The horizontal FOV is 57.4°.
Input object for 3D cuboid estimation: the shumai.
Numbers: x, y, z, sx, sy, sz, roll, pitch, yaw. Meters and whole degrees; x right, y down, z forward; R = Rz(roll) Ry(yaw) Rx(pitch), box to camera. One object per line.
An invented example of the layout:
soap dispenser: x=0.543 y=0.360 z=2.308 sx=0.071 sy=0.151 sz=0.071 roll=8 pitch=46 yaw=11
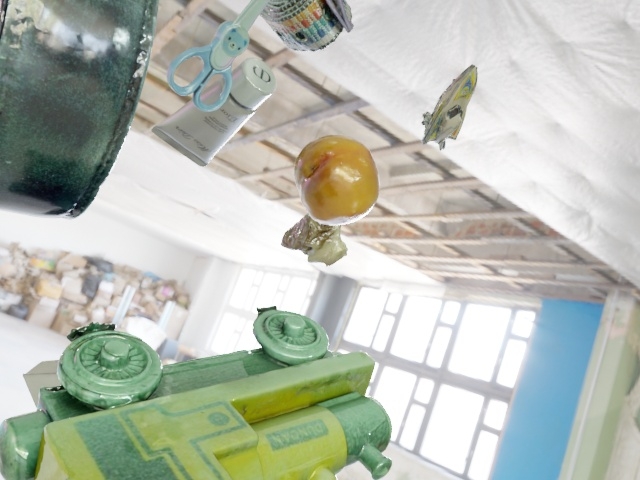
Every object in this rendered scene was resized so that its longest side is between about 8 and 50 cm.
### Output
shumai: x=0.003 y=-0.001 z=1.217 sx=0.116 sy=0.145 sz=0.145 roll=58 pitch=-5 yaw=11

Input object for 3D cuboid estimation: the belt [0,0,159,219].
belt: x=-0.194 y=-0.149 z=0.421 sx=0.116 sy=0.268 sz=0.206 roll=11 pitch=7 yaw=-40

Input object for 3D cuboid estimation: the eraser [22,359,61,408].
eraser: x=-0.253 y=0.249 z=0.714 sx=0.157 sy=0.231 sz=0.038 roll=-6 pitch=19 yaw=18

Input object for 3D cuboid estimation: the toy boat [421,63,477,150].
toy boat: x=0.264 y=-0.271 z=1.174 sx=0.084 sy=0.066 sz=0.210 roll=-10 pitch=-30 yaw=-19

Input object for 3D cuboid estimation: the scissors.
scissors: x=-0.153 y=-0.343 z=1.005 sx=0.030 sy=0.256 sz=0.125 roll=44 pitch=8 yaw=37

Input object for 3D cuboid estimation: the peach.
peach: x=0.023 y=-0.094 z=0.872 sx=0.138 sy=0.138 sz=0.138 roll=20 pitch=-11 yaw=4

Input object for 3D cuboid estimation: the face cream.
face cream: x=-0.213 y=-0.258 z=1.197 sx=0.143 sy=0.089 sz=0.314 roll=34 pitch=-39 yaw=-29

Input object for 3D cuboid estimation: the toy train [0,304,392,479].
toy train: x=-0.075 y=0.176 z=0.530 sx=0.368 sy=0.151 sz=0.237 roll=-3 pitch=27 yaw=-42

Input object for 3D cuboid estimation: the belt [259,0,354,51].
belt: x=-0.051 y=-0.617 z=1.521 sx=0.160 sy=0.206 sz=0.295 roll=45 pitch=12 yaw=-41
